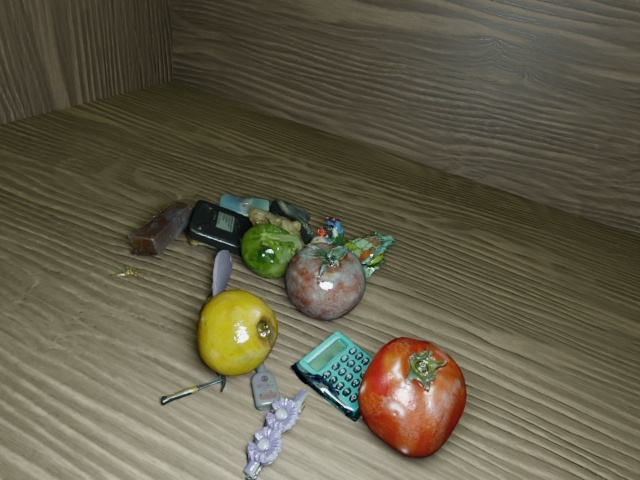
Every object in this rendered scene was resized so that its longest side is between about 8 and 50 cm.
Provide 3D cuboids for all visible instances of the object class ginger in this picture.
[{"bbox_3d":[-0.209,-0.045,1.943,0.354,0.190,0.126,32,-4,22],"label":"ginger"}]

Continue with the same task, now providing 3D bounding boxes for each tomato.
[{"bbox_3d":[0.020,0.154,1.618,0.316,0.282,0.317,6,33,-4],"label":"tomato"},{"bbox_3d":[0.279,0.465,1.254,0.293,0.290,0.325,26,39,23],"label":"tomato"}]

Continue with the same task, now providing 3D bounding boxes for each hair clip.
[{"bbox_3d":[-0.128,0.550,1.204,0.106,0.084,0.292,10,35,29],"label":"hair clip"},{"bbox_3d":[-0.398,0.156,1.639,0.110,0.095,0.359,34,36,-24],"label":"hair clip"}]

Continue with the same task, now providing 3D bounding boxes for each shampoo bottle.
[{"bbox_3d":[-0.181,0.460,1.334,0.080,0.040,0.165,-3,38,-19],"label":"shampoo bottle"}]

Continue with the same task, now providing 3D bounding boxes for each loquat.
[{"bbox_3d":[-0.279,0.292,1.349,0.275,0.275,0.275,8,35,-6],"label":"loquat"}]

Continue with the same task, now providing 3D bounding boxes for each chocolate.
[{"bbox_3d":[-0.676,-0.052,1.808,0.112,0.112,0.321,7,36,18],"label":"chocolate"}]

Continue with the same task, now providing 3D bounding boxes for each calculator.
[{"bbox_3d":[0.076,0.448,1.418,0.274,0.058,0.248,34,41,26],"label":"calculator"}]

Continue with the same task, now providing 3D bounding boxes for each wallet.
[{"bbox_3d":[-0.387,-0.155,2.108,0.250,0.075,0.176,6,36,-9],"label":"wallet"}]

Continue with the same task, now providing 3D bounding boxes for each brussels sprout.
[{"bbox_3d":[-0.195,0.047,1.748,0.271,0.210,0.219,-7,63,-12],"label":"brussels sprout"}]

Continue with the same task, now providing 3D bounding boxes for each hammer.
[{"bbox_3d":[-0.386,0.462,1.283,0.201,0.021,0.078,-13,42,-32],"label":"hammer"}]

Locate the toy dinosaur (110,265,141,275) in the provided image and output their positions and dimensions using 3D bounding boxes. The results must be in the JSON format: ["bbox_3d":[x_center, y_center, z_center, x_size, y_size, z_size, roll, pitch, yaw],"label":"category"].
[{"bbox_3d":[-0.765,0.124,1.636,0.113,0.026,0.041,3,51,-28],"label":"toy dinosaur"}]

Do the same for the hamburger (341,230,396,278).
[{"bbox_3d":[0.222,0.069,1.944,0.276,0.150,0.260,-15,20,1],"label":"hamburger"}]

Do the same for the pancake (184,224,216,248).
[{"bbox_3d":[-0.542,-0.045,1.916,0.257,0.056,0.212,27,33,19],"label":"pancake"}]

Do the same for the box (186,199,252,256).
[{"bbox_3d":[-0.445,-0.062,1.882,0.289,0.073,0.290,22,29,-19],"label":"box"}]

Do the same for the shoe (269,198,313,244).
[{"bbox_3d":[-0.109,-0.090,2.079,0.171,0.132,0.336,-3,36,-41],"label":"shoe"}]

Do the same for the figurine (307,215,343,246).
[{"bbox_3d":[0.010,0.001,1.914,0.127,0.185,0.234,27,40,36],"label":"figurine"}]
